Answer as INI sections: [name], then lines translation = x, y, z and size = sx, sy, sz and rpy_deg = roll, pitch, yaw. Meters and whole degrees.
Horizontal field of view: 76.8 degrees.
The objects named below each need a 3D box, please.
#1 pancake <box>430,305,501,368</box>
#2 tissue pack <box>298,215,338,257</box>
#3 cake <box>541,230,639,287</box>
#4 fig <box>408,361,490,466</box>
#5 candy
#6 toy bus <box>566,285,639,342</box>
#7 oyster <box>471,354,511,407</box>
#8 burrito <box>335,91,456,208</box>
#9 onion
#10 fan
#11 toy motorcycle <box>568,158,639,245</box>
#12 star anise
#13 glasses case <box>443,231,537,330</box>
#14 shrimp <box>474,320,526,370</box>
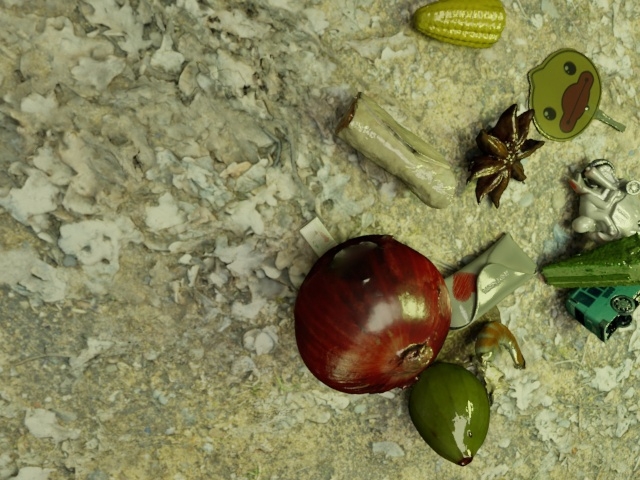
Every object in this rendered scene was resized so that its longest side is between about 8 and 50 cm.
[pancake]
translation = 0.372, 0.237, 1.073
size = 0.249, 0.031, 0.251
rpy_deg = -3, 100, -15
[tissue pack]
translation = 0.000, 0.000, 0.957
size = 0.056, 0.023, 0.108
rpy_deg = -37, 105, -4
[cake]
translation = 0.698, 0.080, 1.024
size = 0.235, 0.099, 0.100
rpy_deg = -25, 124, 27
[fig]
translation = 0.331, 0.432, 1.003
size = 0.202, 0.225, 0.203
rpy_deg = -4, 124, -5
[candy]
translation = 0.304, -0.494, 0.906
size = 0.198, 0.094, 0.106
rpy_deg = -1, 73, -10
[toy bus]
translation = 0.793, 0.133, 1.088
size = 0.256, 0.147, 0.128
rpy_deg = -46, 134, -1
[oyster]
translation = 0.468, 0.379, 1.105
size = 0.106, 0.061, 0.200
rpy_deg = -24, 118, -25
[burrito]
translation = 0.174, -0.197, 0.911
size = 0.299, 0.143, 0.105
rpy_deg = 35, 123, -11
[onion]
translation = 0.105, 0.138, 0.857
size = 0.340, 0.341, 0.342
rpy_deg = -2, 100, -12
[fan]
translation = 0.669, -0.357, 1.052
size = 0.334, 0.011, 0.230
rpy_deg = 23, 94, -13
[toy motorcycle]
translation = 0.740, -0.074, 1.053
size = 0.170, 0.110, 0.260
rpy_deg = -32, 90, 7
[star anise]
translation = 0.427, -0.207, 0.984
size = 0.271, 0.102, 0.272
rpy_deg = -16, 123, -26
[glasses case]
translation = 0.418, 0.098, 1.017
size = 0.307, 0.083, 0.129
rpy_deg = -31, 94, -15
[shrimp]
translation = 0.464, 0.295, 1.038
size = 0.166, 0.049, 0.161
rpy_deg = 52, 49, -8
